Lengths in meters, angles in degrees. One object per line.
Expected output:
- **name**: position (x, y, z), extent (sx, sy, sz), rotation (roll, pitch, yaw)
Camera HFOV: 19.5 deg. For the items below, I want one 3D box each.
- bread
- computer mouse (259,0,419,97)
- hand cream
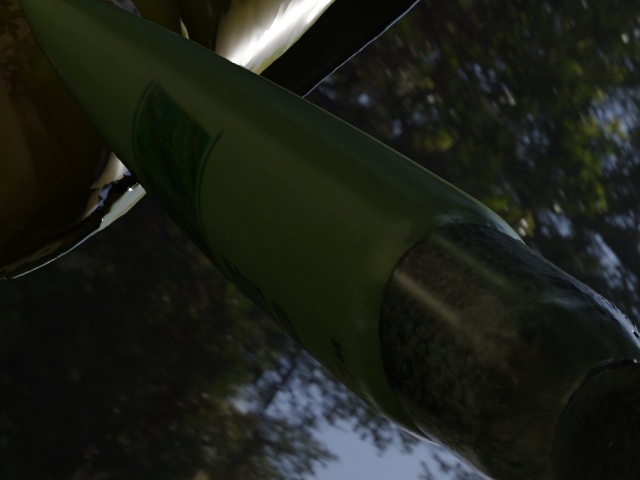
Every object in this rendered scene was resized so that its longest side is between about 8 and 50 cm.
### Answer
- **bread**: position (-0.075, -0.105, 0.691), extent (0.166, 0.383, 0.112), rotation (-17, -70, 34)
- **computer mouse**: position (-0.041, -0.200, 1.350), extent (0.371, 0.188, 0.122), rotation (-42, -137, 18)
- **hand cream**: position (0.000, 0.000, 0.398), extent (0.175, 0.095, 0.046), rotation (33, -99, 40)
